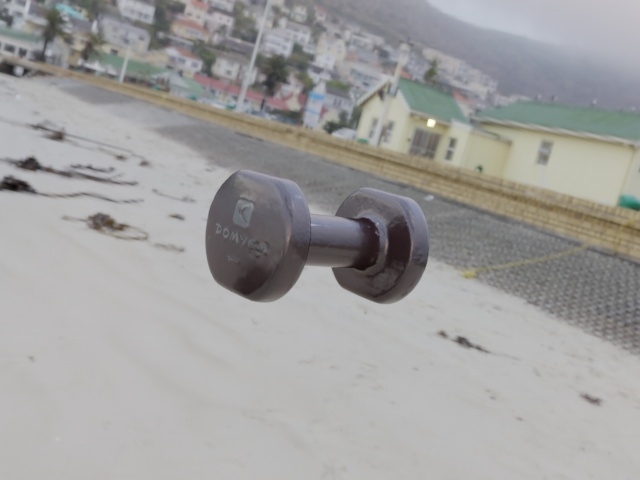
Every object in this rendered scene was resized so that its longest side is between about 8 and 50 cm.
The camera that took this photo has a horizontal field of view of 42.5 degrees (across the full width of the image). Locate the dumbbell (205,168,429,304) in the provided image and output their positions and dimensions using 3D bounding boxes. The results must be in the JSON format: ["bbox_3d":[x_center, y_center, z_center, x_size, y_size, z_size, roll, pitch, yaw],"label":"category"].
[{"bbox_3d":[0.000,0.000,0.871,0.225,0.124,0.140,4,11,-45],"label":"dumbbell"}]
